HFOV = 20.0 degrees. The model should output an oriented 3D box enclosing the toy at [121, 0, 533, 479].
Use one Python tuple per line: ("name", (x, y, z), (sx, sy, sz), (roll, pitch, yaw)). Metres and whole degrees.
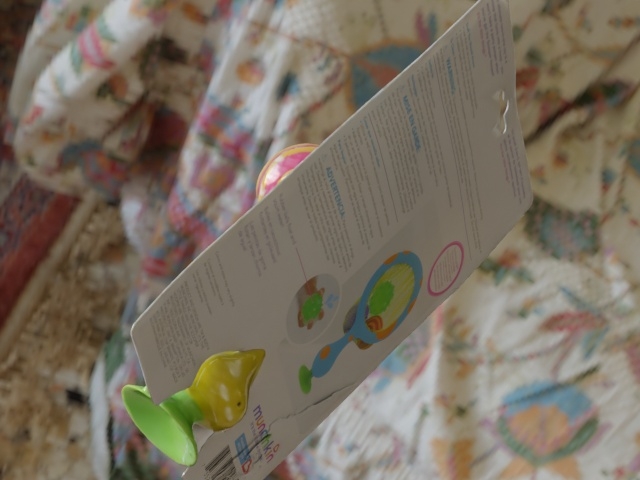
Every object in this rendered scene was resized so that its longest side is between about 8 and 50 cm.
("toy", (0.000, 0.000, 0.783), (0.056, 0.137, 0.237), (23, 55, 31))
